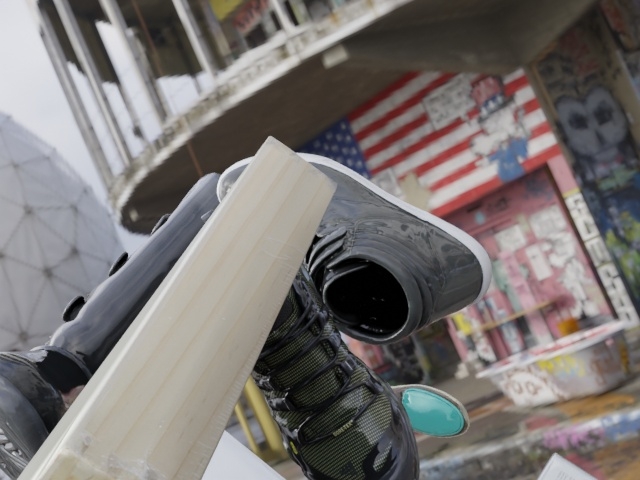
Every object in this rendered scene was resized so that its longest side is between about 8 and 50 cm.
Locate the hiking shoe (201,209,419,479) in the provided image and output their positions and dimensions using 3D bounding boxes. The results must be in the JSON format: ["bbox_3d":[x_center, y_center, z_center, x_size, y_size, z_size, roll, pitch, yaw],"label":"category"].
[{"bbox_3d":[-0.020,0.082,0.654,0.086,0.227,0.114,-39,-33,5],"label":"hiking shoe"}]

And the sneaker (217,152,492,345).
[{"bbox_3d":[0.000,0.000,0.916,0.147,0.296,0.104,-27,-45,-56],"label":"sneaker"}]

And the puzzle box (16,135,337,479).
[{"bbox_3d":[-0.147,0.151,0.547,0.409,0.052,0.272,-50,9,32],"label":"puzzle box"}]

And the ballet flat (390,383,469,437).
[{"bbox_3d":[0.100,0.187,1.134,0.168,0.057,0.052,6,8,31],"label":"ballet flat"}]

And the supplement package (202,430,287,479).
[{"bbox_3d":[-0.099,0.368,1.097,0.199,0.198,0.262,-47,-26,-19],"label":"supplement package"}]

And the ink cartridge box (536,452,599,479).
[{"bbox_3d":[0.264,0.302,0.929,0.127,0.175,0.072,-57,-17,-2],"label":"ink cartridge box"}]

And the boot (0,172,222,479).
[{"bbox_3d":[-0.236,0.084,1.220,0.445,0.146,0.367,-43,1,-26],"label":"boot"}]
